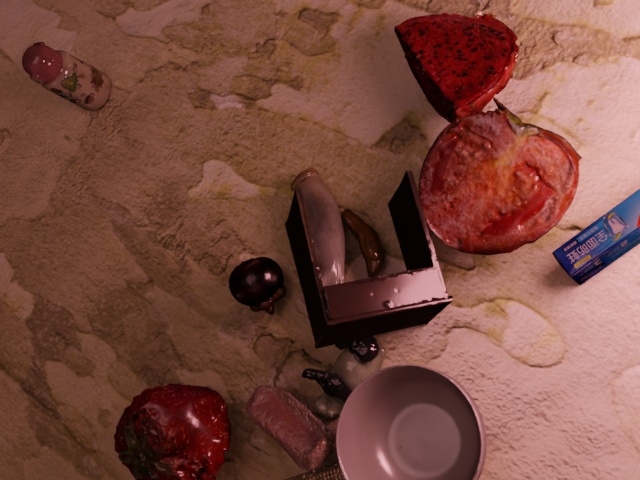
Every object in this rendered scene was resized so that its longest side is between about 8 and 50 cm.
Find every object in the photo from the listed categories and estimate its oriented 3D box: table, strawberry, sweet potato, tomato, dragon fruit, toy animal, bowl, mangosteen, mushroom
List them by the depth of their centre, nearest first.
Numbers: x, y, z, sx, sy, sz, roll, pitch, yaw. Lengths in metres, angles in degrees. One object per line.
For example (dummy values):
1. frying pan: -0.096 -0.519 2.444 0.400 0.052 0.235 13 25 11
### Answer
1. bowl: 0.186 0.384 1.575 0.287 0.144 0.286 -5 78 24
2. tomato: 0.358 -0.109 1.599 0.309 0.170 0.308 4 98 33
3. table: 0.086 0.037 1.632 0.251 0.196 0.282 -10 72 -10
4. dragon fruit: 0.314 -0.354 1.716 0.205 0.152 0.317 -26 50 3
5. toy animal: 0.046 0.280 1.727 0.121 0.094 0.225 40 97 22
6. sweet potato: 0.098 -0.005 1.790 0.053 0.054 0.182 -14 57 -18
7. mushroom: 0.002 -0.002 1.823 0.109 0.097 0.351 -18 65 22
8. strawberry: -0.312 0.430 1.827 0.274 0.220 0.274 17 123 27
9. mangosteen: -0.139 0.106 1.863 0.140 0.140 0.140 -8 73 28

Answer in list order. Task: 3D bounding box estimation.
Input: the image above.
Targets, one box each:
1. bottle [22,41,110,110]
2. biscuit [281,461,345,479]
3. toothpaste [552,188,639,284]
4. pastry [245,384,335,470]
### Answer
1. bottle: -0.700 -0.451 2.243 0.120 0.253 0.120 -8 74 28
2. biscuit: 0.020 0.520 1.691 0.239 0.062 0.108 -25 66 23
3. toothpaste: 0.583 -0.041 1.508 0.320 0.076 0.066 -39 58 15
4. pastry: -0.050 0.398 1.721 0.103 0.112 0.265 -48 39 -6
